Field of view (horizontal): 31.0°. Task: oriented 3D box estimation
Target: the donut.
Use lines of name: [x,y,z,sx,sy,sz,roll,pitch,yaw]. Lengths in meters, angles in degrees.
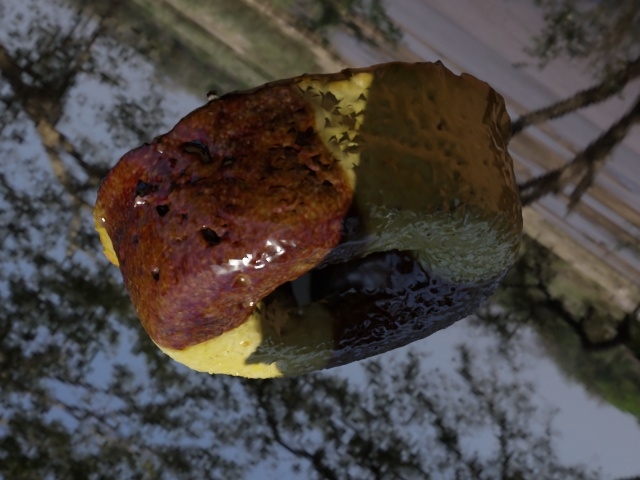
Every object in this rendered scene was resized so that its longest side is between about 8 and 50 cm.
donut: [0.000,0.000,0.490,0.166,0.184,0.073,105,152,-55]
